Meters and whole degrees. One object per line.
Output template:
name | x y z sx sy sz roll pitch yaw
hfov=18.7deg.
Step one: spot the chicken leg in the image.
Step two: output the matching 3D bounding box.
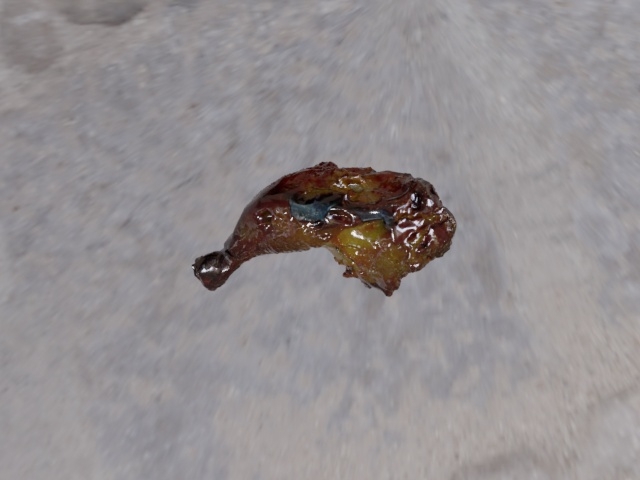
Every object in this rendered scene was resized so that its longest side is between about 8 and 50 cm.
chicken leg | -0.001 -0.005 0.891 0.145 0.037 0.062 2 104 34
